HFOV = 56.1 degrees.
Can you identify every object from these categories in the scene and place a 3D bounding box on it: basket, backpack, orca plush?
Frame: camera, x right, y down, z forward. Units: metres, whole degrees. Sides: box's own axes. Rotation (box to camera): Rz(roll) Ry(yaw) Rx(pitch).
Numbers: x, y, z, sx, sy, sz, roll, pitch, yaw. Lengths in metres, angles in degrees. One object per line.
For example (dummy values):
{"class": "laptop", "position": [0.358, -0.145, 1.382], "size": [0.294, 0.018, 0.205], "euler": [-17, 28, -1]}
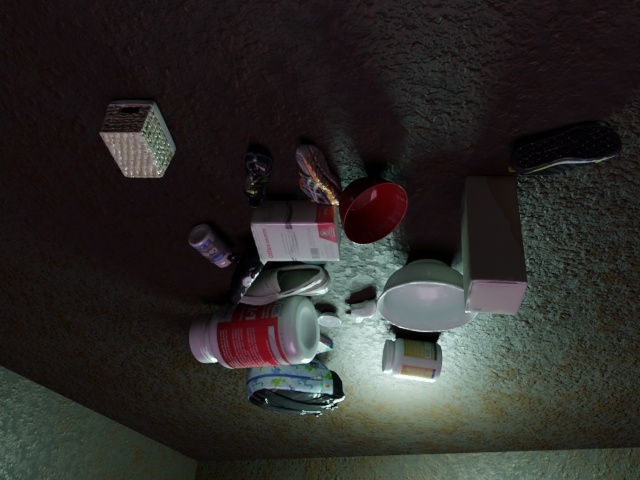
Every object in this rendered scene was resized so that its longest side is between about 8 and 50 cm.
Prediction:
{"class": "basket", "position": [-0.424, -0.233, 1.400], "size": [0.113, 0.103, 0.167], "euler": [1, 146, 10]}
{"class": "backpack", "position": [-0.130, 0.579, 2.424], "size": [0.356, 0.273, 0.290], "euler": [1, 154, -32]}
{"class": "orca plush", "position": [-0.228, 0.070, 1.779], "size": [0.102, 0.151, 0.287], "euler": [33, 131, -5]}

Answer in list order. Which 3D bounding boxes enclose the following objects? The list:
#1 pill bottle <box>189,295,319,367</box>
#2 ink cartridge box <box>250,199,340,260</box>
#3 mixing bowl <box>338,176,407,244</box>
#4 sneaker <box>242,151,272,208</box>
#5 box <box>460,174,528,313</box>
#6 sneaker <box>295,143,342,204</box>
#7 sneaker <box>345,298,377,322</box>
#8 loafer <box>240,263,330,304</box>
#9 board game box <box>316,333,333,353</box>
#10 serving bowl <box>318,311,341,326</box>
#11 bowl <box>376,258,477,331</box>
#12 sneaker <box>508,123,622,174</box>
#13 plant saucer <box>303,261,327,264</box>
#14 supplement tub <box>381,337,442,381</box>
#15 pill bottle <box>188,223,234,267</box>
{"class": "pill bottle", "position": [-0.228, 0.317, 2.050], "size": [0.408, 0.229, 0.229], "euler": [-9, 142, 21]}
{"class": "ink cartridge box", "position": [-0.062, -0.025, 1.599], "size": [0.218, 0.092, 0.158], "euler": [-2, 139, 7]}
{"class": "mixing bowl", "position": [0.114, -0.091, 1.488], "size": [0.182, 0.098, 0.181], "euler": [-19, 135, -20]}
{"class": "sneaker", "position": [-0.158, -0.149, 1.497], "size": [0.067, 0.078, 0.188], "euler": [8, 145, -1]}
{"class": "box", "position": [0.401, 0.007, 1.417], "size": [0.121, 0.311, 0.148], "euler": [2, 145, 7]}
{"class": "sneaker", "position": [-0.018, -0.152, 1.468], "size": [0.083, 0.084, 0.215], "euler": [-4, 145, 24]}
{"class": "sneaker", "position": [0.137, 0.234, 2.021], "size": [0.061, 0.053, 0.152], "euler": [26, 142, -21]}
{"class": "loafer", "position": [-0.130, 0.127, 1.866], "size": [0.320, 0.112, 0.111], "euler": [-11, 148, 9]}
{"class": "board game box", "position": [-0.066, 0.373, 2.271], "size": [0.136, 0.035, 0.201], "euler": [-22, 136, 35]}
{"class": "serving bowl", "position": [0.032, 0.274, 2.118], "size": [0.084, 0.027, 0.083], "euler": [5, 146, 3]}
{"class": "bowl", "position": [0.320, 0.147, 1.792], "size": [0.298, 0.134, 0.297], "euler": [5, 146, 4]}
{"class": "sneaker", "position": [0.537, -0.195, 1.334], "size": [0.235, 0.084, 0.097], "euler": [-7, 167, 21]}
{"class": "plant saucer", "position": [-0.022, 0.031, 1.782], "size": [0.120, 0.021, 0.119], "euler": [5, 146, 4]}
{"class": "supplement tub", "position": [0.333, 0.434, 2.195], "size": [0.200, 0.144, 0.144], "euler": [8, 145, -1]}
{"class": "pill bottle", "position": [-0.317, 0.018, 1.765], "size": [0.078, 0.078, 0.137], "euler": [-13, 141, 26]}
